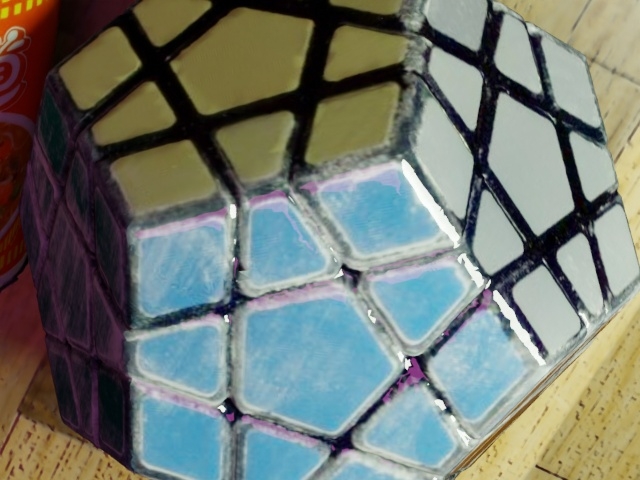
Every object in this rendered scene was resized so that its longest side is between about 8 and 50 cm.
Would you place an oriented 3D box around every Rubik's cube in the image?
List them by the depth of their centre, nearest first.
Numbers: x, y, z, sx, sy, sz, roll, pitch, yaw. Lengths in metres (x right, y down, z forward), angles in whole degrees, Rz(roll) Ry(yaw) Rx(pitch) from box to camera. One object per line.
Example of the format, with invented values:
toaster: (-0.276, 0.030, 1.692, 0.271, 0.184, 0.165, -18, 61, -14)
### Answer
Rubik's cube: (0.000, 0.000, 0.741, 0.319, 0.264, 0.319, 0, 113, 1)

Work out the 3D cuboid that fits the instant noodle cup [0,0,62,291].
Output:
instant noodle cup: (-0.217, -0.080, 0.775, 0.193, 0.193, 0.212, 7, 121, 0)
